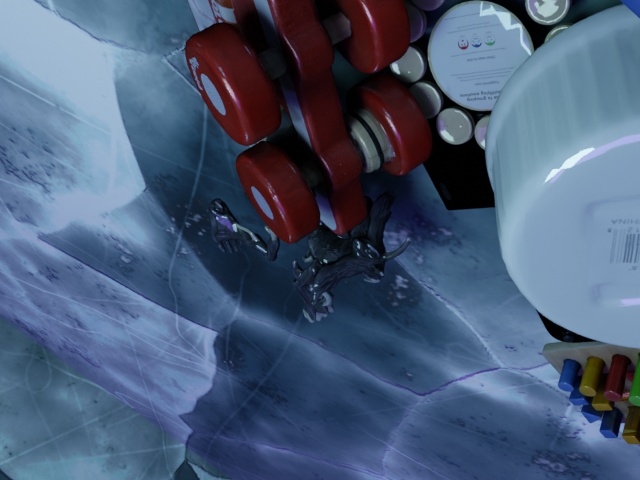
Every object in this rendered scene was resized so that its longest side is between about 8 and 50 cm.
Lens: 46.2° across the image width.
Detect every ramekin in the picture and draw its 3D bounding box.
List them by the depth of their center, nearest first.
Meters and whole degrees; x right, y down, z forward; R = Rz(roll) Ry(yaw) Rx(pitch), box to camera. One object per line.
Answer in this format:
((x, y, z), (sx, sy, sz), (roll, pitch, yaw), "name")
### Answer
((0.270, -0.036, 0.591), (0.278, 0.135, 0.277), (7, 136, 7), "ramekin")

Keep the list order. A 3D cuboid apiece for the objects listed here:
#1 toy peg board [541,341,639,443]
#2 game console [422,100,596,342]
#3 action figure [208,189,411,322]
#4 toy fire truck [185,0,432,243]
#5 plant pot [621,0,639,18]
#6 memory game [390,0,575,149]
((0.376, 0.199, 0.926), (0.161, 0.079, 0.161), (46, 143, -21), "toy peg board")
((0.251, -0.013, 0.779), (0.213, 0.044, 0.361), (-3, 134, 40), "game console")
((0.000, 0.000, 0.880), (0.276, 0.164, 0.141), (24, 163, 40), "action figure")
((-0.042, -0.157, 0.724), (0.254, 0.169, 0.302), (46, 163, 42), "toy fire truck")
((0.318, -0.163, 0.332), (0.212, 0.235, 0.236), (38, 167, -20), "plant pot")
((0.142, -0.162, 0.655), (0.186, 0.012, 0.186), (20, 129, 26), "memory game")
